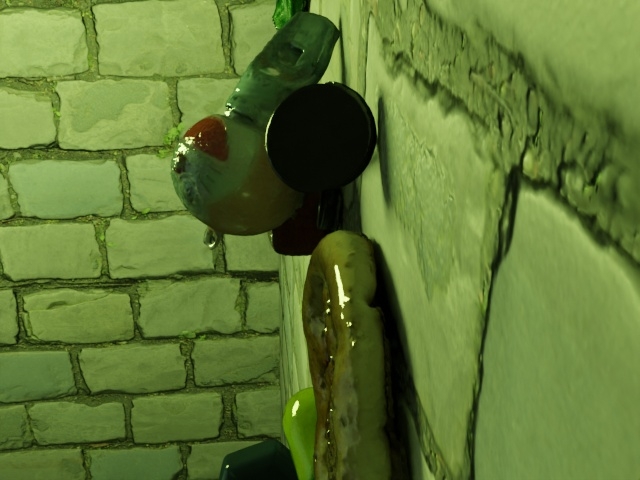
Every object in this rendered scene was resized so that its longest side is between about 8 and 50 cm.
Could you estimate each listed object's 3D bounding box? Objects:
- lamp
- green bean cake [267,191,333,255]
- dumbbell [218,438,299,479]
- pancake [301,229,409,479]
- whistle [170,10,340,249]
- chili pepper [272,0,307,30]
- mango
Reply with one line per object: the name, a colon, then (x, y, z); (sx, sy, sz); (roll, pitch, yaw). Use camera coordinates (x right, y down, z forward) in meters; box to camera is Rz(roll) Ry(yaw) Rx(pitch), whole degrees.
lamp: (-0.013, -0.085, 0.918); (0.371, 0.108, 0.130); (149, 123, -85)
green bean cake: (-0.035, -0.102, 1.184); (0.198, 0.097, 0.233); (-146, 55, -81)
dumbbell: (-0.064, 0.383, 1.025); (0.316, 0.156, 0.144); (-155, 47, -81)
pancake: (0.025, 0.187, 0.802); (0.382, 0.071, 0.382); (179, 90, -85)
whistle: (-0.090, -0.149, 1.030); (0.189, 0.189, 0.348); (-121, 55, -79)
chili pepper: (-0.056, -0.465, 1.510); (0.224, 0.061, 0.098); (126, 129, -76)
mango: (-0.005, 0.273, 1.035); (0.117, 0.089, 0.163); (93, 172, -50)
